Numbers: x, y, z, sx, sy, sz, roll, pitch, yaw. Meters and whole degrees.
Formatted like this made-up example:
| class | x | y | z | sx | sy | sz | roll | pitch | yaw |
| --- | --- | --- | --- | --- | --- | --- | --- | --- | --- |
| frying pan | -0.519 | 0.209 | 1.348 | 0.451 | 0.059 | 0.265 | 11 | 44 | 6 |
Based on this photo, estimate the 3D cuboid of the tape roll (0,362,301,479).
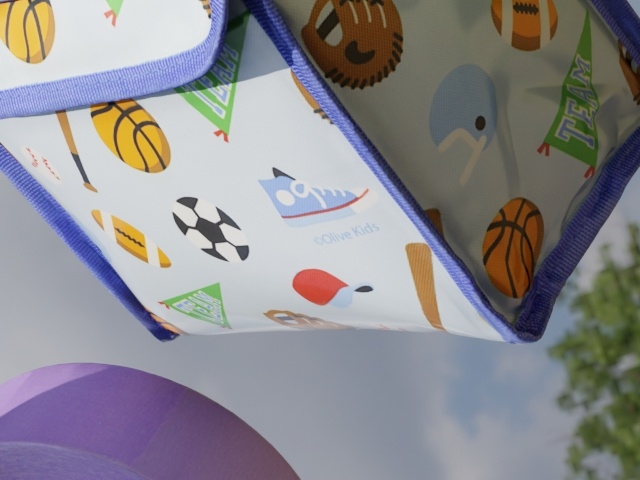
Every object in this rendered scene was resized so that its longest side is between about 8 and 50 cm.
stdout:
| class | x | y | z | sx | sy | sz | roll | pitch | yaw |
| --- | --- | --- | --- | --- | --- | --- | --- | --- | --- |
| tape roll | -0.132 | 0.215 | 1.196 | 0.275 | 0.275 | 0.090 | 61 | -148 | -18 |

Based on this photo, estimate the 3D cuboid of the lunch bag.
| class | x | y | z | sx | sy | sz | roll | pitch | yaw |
| --- | --- | --- | --- | --- | --- | --- | --- | --- | --- |
| lunch bag | -0.060 | -0.128 | 0.986 | 0.385 | 0.328 | 0.239 | 52 | -123 | -28 |
